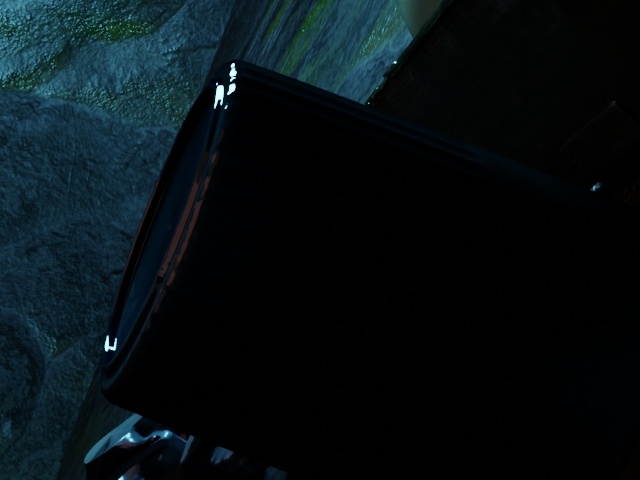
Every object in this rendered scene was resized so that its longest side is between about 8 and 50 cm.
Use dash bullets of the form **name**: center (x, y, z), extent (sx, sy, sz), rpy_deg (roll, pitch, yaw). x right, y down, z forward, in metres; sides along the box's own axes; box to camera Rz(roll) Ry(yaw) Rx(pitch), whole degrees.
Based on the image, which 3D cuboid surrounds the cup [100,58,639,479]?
- **cup**: center (0.035, 0.020, 1.070), extent (0.308, 0.292, 0.242), rpy_deg (-82, 18, -44)

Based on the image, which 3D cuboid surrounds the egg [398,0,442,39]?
- **egg**: center (0.153, -0.214, 1.193), extent (0.253, 0.186, 0.186), rpy_deg (119, 166, -46)

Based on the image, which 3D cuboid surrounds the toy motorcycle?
- **toy motorcycle**: center (-0.119, 0.199, 1.762), extent (0.416, 0.172, 0.232), rpy_deg (-40, 15, 48)

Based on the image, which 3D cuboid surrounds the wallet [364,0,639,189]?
- **wallet**: center (0.148, -0.113, 1.108), extent (0.044, 0.169, 0.317), rpy_deg (-50, -1, -33)
